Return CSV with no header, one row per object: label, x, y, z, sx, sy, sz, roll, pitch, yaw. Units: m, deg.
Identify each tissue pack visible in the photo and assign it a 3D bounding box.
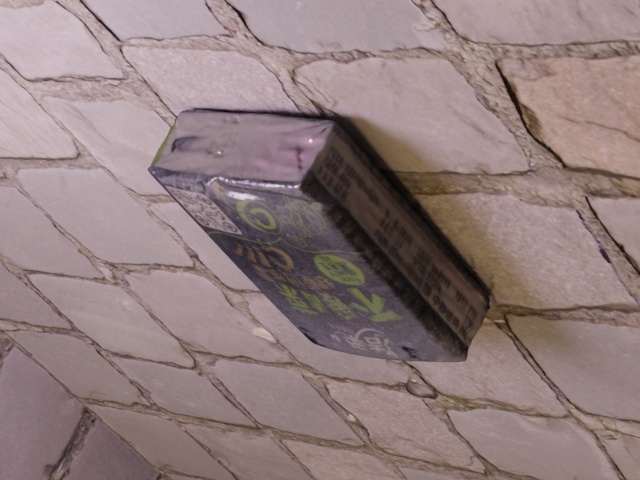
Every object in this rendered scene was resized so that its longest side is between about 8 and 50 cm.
tissue pack,0.000,0.000,2.308,0.288,0.124,0.394,7,148,44
